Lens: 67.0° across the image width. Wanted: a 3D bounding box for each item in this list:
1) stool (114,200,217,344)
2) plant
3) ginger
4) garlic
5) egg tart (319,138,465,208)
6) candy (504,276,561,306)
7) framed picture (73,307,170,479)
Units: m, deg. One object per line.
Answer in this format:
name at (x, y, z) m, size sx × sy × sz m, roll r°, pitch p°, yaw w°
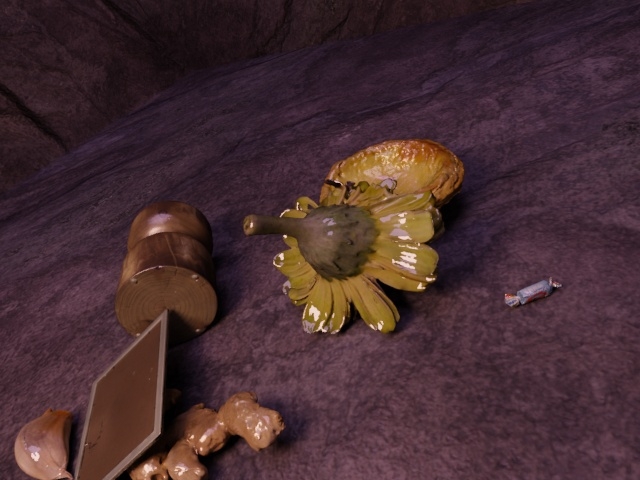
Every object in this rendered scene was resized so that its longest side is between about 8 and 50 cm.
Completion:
stool at (-0.301, 0.056, 0.967) m, size 0.179 × 0.179 × 0.264 m, roll -23°, pitch 33°, yaw 0°
plant at (0.018, -0.018, 0.776) m, size 0.306 × 0.297 × 0.261 m, roll -41°, pitch 26°, yaw 32°
ginger at (-0.166, 0.279, 0.672) m, size 0.258 × 0.065 × 0.149 m, roll -6°, pitch 43°, yaw 31°
garlic at (-0.441, 0.326, 0.765) m, size 0.084 × 0.066 × 0.152 m, roll -27°, pitch 31°, yaw -10°
egg tart at (0.144, -0.092, 0.969) m, size 0.294 × 0.123 × 0.294 m, roll -14°, pitch 38°, yaw 11°
candy at (0.313, 0.076, 0.715) m, size 0.083 × 0.020 × 0.030 m, roll -24°, pitch 34°, yaw -3°
framed picture at (-0.309, 0.260, 0.762) m, size 0.216 × 0.016 × 0.273 m, roll -43°, pitch 31°, yaw 12°
